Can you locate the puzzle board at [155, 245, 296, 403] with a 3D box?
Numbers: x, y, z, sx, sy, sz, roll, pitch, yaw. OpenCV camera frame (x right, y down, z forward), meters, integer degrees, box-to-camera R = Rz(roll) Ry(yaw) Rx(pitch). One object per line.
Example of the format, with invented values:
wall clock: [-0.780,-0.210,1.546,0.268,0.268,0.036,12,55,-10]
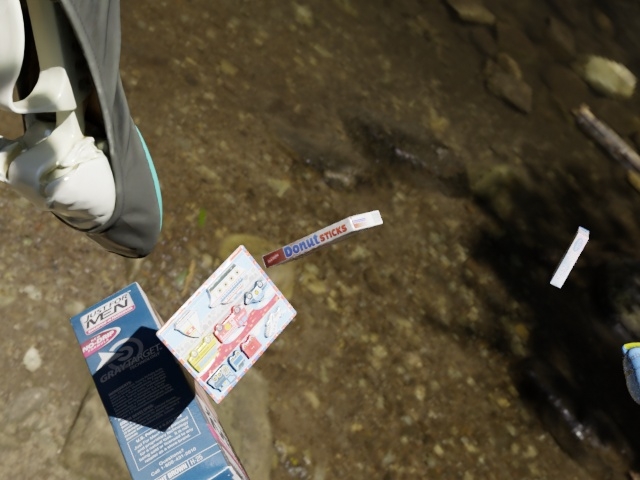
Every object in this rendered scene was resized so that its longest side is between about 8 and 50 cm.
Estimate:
puzzle board: [-0.089,0.082,0.847,0.128,0.011,0.096,-48,113,-28]

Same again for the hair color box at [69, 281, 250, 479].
hair color box: [-0.186,0.224,1.053,0.347,0.105,0.174,49,-14,46]

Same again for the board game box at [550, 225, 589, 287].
board game box: [0.394,0.025,1.349,0.020,0.090,0.090,29,15,11]

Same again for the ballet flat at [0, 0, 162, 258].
ballet flat: [-0.172,-0.087,0.552,0.095,0.280,0.096,15,39,24]

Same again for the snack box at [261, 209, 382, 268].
snack box: [0.000,0.000,1.177,0.064,0.178,0.022,-16,84,-48]

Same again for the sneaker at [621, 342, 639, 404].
sneaker: [0.398,0.149,0.996,0.209,0.069,0.082,9,49,-60]
